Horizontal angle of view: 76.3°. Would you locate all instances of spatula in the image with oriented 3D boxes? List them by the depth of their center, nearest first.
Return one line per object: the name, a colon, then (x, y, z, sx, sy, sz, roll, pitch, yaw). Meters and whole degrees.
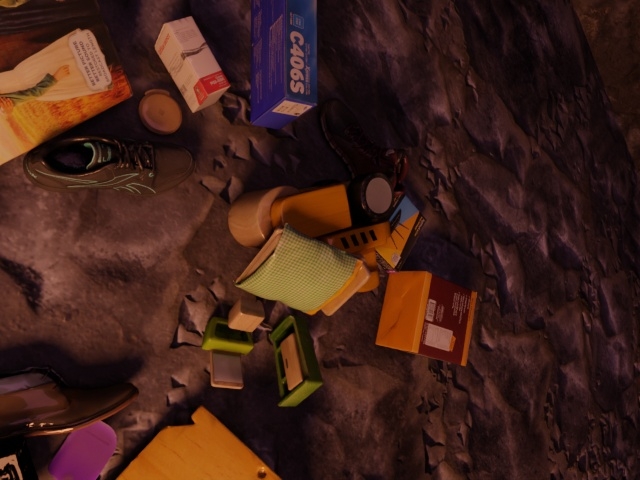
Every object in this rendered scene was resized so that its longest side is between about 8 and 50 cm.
spatula: (-0.413, 0.427, 0.622, 0.084, 0.030, 0.297, 21, 77, 12)

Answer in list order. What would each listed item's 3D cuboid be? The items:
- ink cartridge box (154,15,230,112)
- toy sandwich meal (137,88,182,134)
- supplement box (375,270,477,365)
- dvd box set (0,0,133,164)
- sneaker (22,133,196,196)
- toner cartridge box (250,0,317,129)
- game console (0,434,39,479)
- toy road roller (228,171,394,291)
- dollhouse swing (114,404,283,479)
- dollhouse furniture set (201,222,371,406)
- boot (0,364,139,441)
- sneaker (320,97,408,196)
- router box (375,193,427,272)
ink cartridge box: (-0.240, -0.325, 0.761, 0.056, 0.099, 0.135, -37, 106, -29)
toy sandwich meal: (-0.301, -0.237, 0.759, 0.085, 0.029, 0.086, 0, 90, -35)
supplement box: (0.269, 0.194, 1.028, 0.194, 0.129, 0.192, 22, 74, -29)
dvd box set: (-0.466, -0.238, 0.496, 0.420, 0.062, 0.308, -49, 150, -36)
sneaker: (-0.335, -0.126, 0.683, 0.267, 0.106, 0.101, -12, 92, -34)
toner cartridge box: (-0.079, -0.424, 0.835, 0.075, 0.165, 0.348, 2, 85, -33)
game console: (-0.508, 0.246, 0.507, 0.213, 0.044, 0.362, -10, 108, -21)
toy road roller: (0.000, 0.000, 0.831, 0.329, 0.202, 0.241, -14, 99, -34)
dollhouse swing: (-0.215, 0.555, 0.731, 0.315, 0.305, 0.347, 33, 62, 19)
dollhouse furniture set: (-0.056, 0.145, 0.709, 0.197, 0.301, 0.151, 20, 36, -32)
boot: (-0.402, 0.235, 0.624, 0.219, 0.082, 0.106, -12, 95, -31)
sneaker: (0.120, -0.219, 0.946, 0.106, 0.162, 0.282, -40, 108, -28)
router box: (0.185, -0.027, 1.041, 0.133, 0.046, 0.179, 44, 65, -23)
